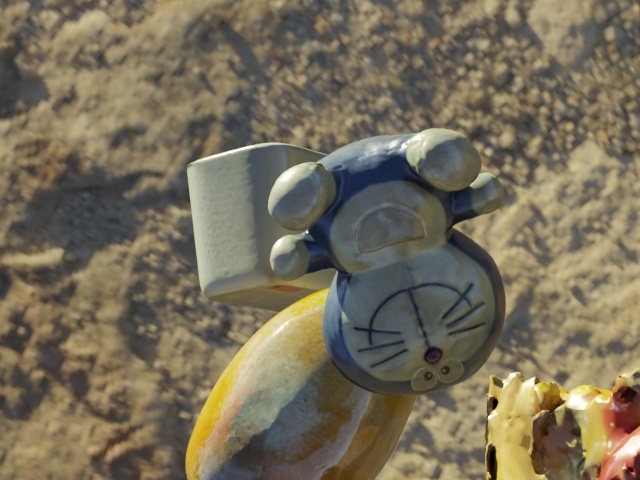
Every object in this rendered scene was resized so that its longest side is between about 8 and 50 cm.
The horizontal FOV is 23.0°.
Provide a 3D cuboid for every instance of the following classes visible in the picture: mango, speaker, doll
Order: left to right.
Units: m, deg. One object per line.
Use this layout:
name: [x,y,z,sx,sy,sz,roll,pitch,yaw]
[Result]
mango: [-0.002,0.190,1.823,0.384,0.199,0.221,-43,53,-3]
speaker: [0.000,0.000,2.158,0.183,0.406,0.184,-11,76,35]
doll: [0.073,0.027,1.489,0.228,0.154,0.259,-18,101,-4]

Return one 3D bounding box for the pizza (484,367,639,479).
pizza: [0.308,0.203,1.150,0.406,0.130,0.440,-40,54,24]
